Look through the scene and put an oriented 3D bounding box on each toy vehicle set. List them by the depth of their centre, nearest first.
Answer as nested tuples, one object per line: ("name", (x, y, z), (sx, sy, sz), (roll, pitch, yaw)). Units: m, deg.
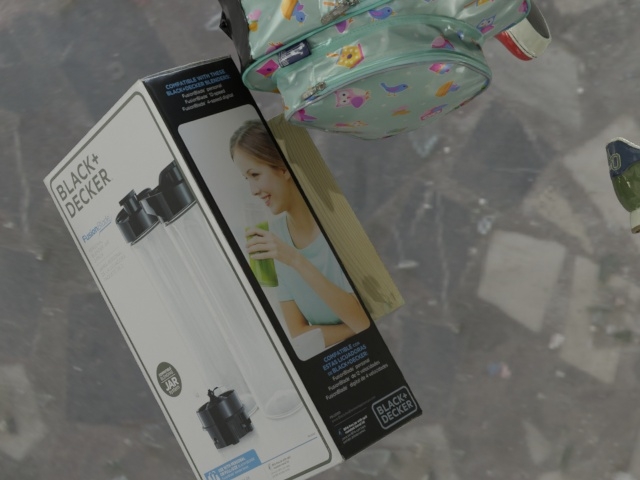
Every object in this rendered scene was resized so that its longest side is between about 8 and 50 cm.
("toy vehicle set", (0.000, 0.000, 1.038), (0.035, 0.267, 0.166), (-29, 85, -6))

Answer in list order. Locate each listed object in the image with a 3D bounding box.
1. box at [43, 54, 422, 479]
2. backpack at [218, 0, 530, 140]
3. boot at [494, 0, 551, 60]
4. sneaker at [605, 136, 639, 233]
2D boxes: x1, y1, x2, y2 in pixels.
("box", (-0.070, 0.036, 0.912), (0.087, 0.169, 0.290), (-23, 83, -42))
("backpack", (0.047, -0.156, 0.871), (0.166, 0.188, 0.144), (8, 55, -56))
("boot", (0.135, -0.242, 1.410), (0.176, 0.244, 0.088), (-44, 143, 17))
("sneaker", (0.319, -0.079, 1.063), (0.192, 0.064, 0.086), (-24, 83, -24))
